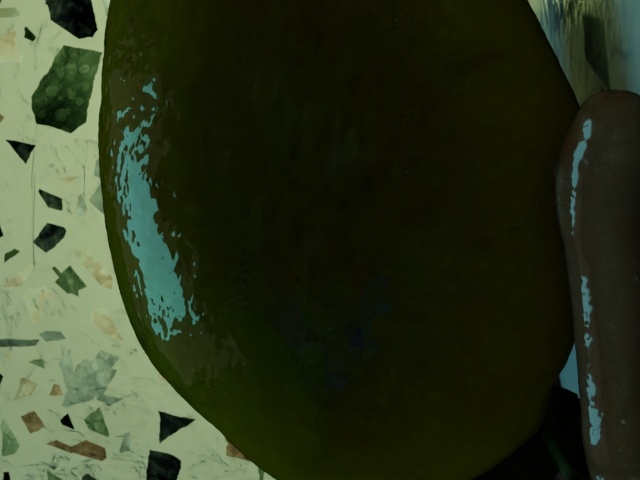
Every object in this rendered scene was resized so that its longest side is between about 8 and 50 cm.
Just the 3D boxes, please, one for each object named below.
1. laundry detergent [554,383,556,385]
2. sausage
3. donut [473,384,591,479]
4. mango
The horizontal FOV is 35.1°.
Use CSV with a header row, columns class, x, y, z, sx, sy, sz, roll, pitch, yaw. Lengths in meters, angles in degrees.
class,x,y,z,sx,sy,sz,roll,pitch,yaw
laundry detergent,0.163,0.159,0.805,0.165,0.049,0.097,75,-175,-54
sausage,0.122,0.031,0.417,0.043,0.043,0.186,-77,-20,-78
donut,0.128,0.214,0.582,0.270,0.103,0.269,-6,-90,-86
mango,0.007,-0.049,0.509,0.182,0.253,0.364,-30,-69,-73
